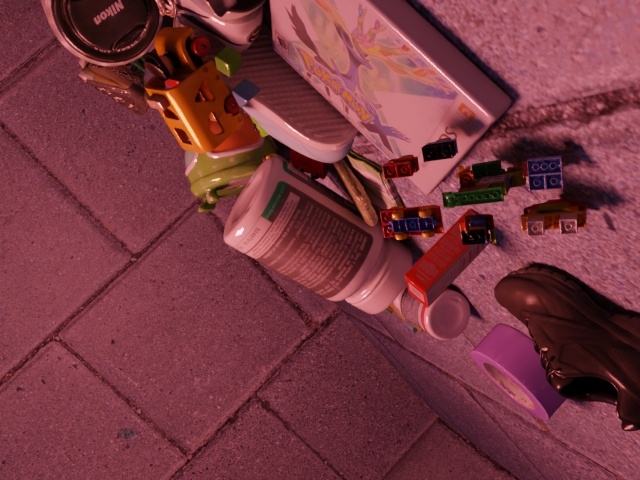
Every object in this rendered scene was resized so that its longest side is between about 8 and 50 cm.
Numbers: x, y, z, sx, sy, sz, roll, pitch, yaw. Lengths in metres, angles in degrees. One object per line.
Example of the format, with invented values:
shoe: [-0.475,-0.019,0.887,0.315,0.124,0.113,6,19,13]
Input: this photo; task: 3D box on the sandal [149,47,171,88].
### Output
sandal: [-0.333,-0.415,1.424,0.138,0.126,0.317,47,180,-32]

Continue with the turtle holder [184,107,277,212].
turtle holder: [-0.224,-0.213,1.487,0.320,0.243,0.228,-11,-97,-82]

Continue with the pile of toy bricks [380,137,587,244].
pile of toy bricks: [0.175,-0.061,0.641,0.212,0.105,0.118,-3,108,26]

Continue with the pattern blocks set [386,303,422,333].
pattern blocks set: [0.214,0.176,1.789,0.285,0.026,0.325,43,171,23]

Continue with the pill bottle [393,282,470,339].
pill bottle: [0.235,0.142,1.279,0.108,0.108,0.180,49,170,-21]

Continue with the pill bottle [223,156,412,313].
pill bottle: [0.000,0.000,1.208,0.361,0.204,0.204,31,176,-18]

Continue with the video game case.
video game case: [0.058,-0.215,0.727,0.329,0.036,0.300,45,171,6]

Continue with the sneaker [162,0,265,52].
sneaker: [-0.219,-0.399,0.854,0.330,0.122,0.146,46,161,6]

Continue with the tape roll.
tape roll: [0.396,0.259,1.147,0.189,0.080,0.189,45,172,8]

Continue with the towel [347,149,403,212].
towel: [0.105,-0.096,1.088,0.113,0.023,0.152,36,167,44]

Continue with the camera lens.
camera lens: [-0.462,-0.500,1.212,0.219,0.219,0.274,53,176,-39]

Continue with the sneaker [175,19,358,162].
sneaker: [-0.096,-0.250,0.966,0.366,0.135,0.150,45,166,10]

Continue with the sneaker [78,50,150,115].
sneaker: [-0.471,-0.438,1.385,0.158,0.182,0.410,27,-167,-39]

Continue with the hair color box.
hair color box: [0.190,0.027,0.861,0.043,0.141,0.072,42,170,27]

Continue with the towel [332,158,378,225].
towel: [0.064,-0.104,1.134,0.148,0.027,0.110,61,-179,37]

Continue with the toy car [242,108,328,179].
toy car: [-0.089,-0.222,1.249,0.239,0.053,0.225,-9,115,54]

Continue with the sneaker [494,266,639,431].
sneaker: [0.323,0.131,0.755,0.109,0.130,0.286,49,172,-33]

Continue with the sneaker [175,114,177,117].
sneaker: [-0.261,-0.321,1.320,0.078,0.188,0.067,-19,-85,-62]

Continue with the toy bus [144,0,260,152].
toy bus: [-0.206,-0.227,0.861,0.202,0.104,0.191,40,156,1]
